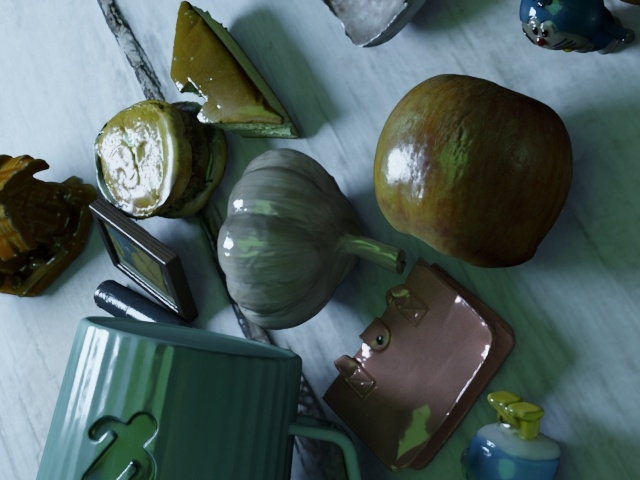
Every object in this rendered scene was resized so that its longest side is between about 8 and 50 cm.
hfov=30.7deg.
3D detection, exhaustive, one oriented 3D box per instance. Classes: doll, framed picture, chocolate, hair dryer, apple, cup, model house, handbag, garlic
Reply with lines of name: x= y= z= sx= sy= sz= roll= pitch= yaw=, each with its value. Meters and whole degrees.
doll: x=0.266 y=-0.238 z=1.239 sx=0.114 sy=0.152 sz=0.085 roll=21 pitch=96 yaw=33
framed picture: x=-0.237 y=0.027 z=1.568 sx=0.023 sy=0.128 sz=0.168 roll=-40 pitch=53 yaw=-24
chocolate: x=0.055 y=-0.389 z=1.441 sx=0.185 sy=0.100 sz=0.303 roll=-47 pitch=57 yaw=32
hair dryer: x=-0.262 y=0.172 z=1.601 sx=0.173 sy=0.050 sz=0.194 roll=23 pitch=101 yaw=42
doll: x=0.189 y=0.286 z=1.244 sx=0.135 sy=0.099 sz=0.241 roll=19 pitch=92 yaw=30
apple: x=0.162 y=-0.075 z=1.250 sx=0.211 sy=0.211 sz=0.187 roll=24 pitch=92 yaw=35
cup: x=-0.144 y=0.308 z=1.347 sx=0.310 sy=0.401 sz=0.392 roll=10 pitch=88 yaw=59
model house: x=-0.479 y=-0.021 z=1.677 sx=0.199 sy=0.229 sz=0.219 roll=9 pitch=89 yaw=41
handbag: x=0.108 y=0.145 z=1.344 sx=0.157 sy=0.059 sz=0.212 roll=43 pitch=108 yaw=31
garlic: x=0.000 y=0.000 z=1.376 sx=0.212 sy=0.218 sz=0.218 roll=4 pitch=85 yaw=18

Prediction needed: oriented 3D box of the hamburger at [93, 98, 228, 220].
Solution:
hamburger: x=-0.216 y=-0.104 z=1.583 sx=0.177 sy=0.113 sz=0.185 roll=38 pitch=113 yaw=26

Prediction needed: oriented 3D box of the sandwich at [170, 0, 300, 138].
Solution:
sandwich: x=-0.125 y=-0.204 z=1.542 sx=0.088 sy=0.090 sz=0.244 roll=-45 pitch=63 yaw=16

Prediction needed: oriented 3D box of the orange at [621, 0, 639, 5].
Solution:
orange: x=0.344 y=-0.314 z=1.208 sx=0.159 sy=0.159 sz=0.136 roll=42 pitch=147 yaw=32
